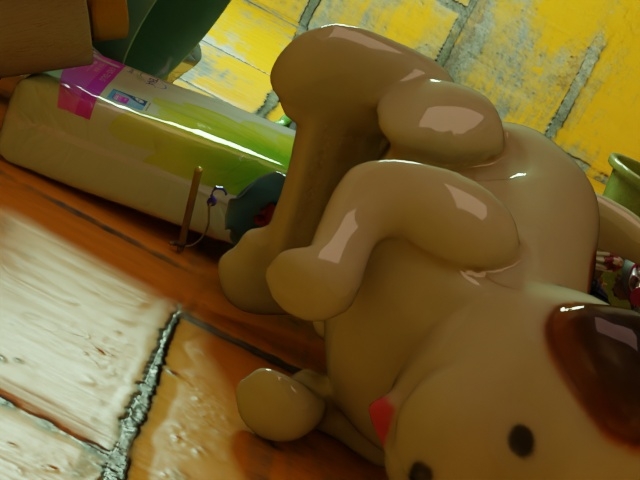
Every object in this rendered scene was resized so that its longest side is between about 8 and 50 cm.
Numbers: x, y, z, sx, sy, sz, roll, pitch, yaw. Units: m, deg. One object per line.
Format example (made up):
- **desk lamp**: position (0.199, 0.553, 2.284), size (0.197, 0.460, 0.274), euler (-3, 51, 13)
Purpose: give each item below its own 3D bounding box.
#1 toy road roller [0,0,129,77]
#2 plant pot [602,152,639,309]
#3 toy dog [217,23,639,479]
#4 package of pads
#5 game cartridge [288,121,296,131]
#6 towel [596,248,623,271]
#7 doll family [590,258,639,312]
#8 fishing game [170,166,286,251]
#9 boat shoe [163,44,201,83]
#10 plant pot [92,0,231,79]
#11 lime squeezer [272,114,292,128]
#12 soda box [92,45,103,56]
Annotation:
- **toy road roller**: position (-0.314, -0.311, 1.452), size (0.203, 0.329, 0.240), euler (-9, -5, -11)
- **plant pot**: position (0.395, 0.074, 1.707), size (0.276, 0.253, 0.276), euler (27, 13, -7)
- **toy dog**: position (0.118, 0.079, 1.138), size (0.396, 0.284, 0.408), euler (14, 30, -23)
- **package of pads**: position (-0.160, -0.096, 1.514), size (0.297, 0.101, 0.229), euler (21, 14, -4)
- **game cartridge**: position (0.087, -0.047, 1.660), size (0.294, 0.196, 0.060), euler (29, 6, -3)
- **towel**: position (0.140, -0.051, 1.503), size (0.329, 0.037, 0.237), euler (18, 12, -2)
- **doll family**: position (0.296, 0.109, 1.538), size (0.118, 0.262, 0.163), euler (-4, 24, 6)
- **fishing game**: position (0.000, 0.000, 1.366), size (0.264, 0.189, 0.041), euler (15, 55, -10)
- **boat shoe**: position (-0.310, -0.269, 1.931), size (0.320, 0.103, 0.118), euler (11, 49, -39)
- **plant pot**: position (-0.240, -0.358, 1.772), size (0.235, 0.293, 0.293), euler (38, 14, 4)
- **lime squeezer**: position (-0.001, -0.134, 2.116), size (0.310, 0.058, 0.110), euler (24, 14, -20)
- **soda box**: position (-0.266, -0.185, 1.638), size (0.183, 0.063, 0.058), euler (43, 2, -36)
